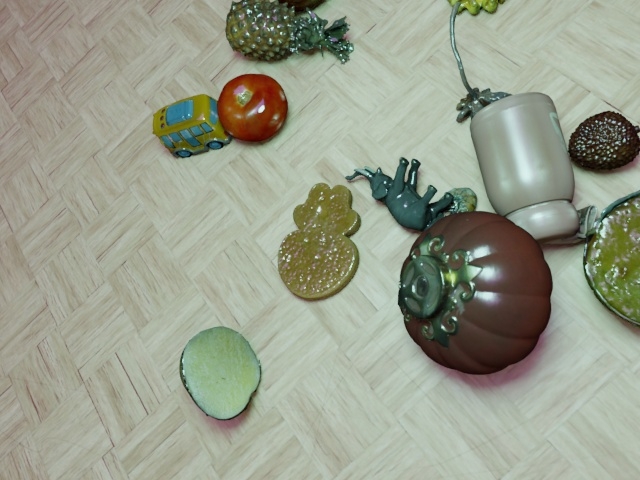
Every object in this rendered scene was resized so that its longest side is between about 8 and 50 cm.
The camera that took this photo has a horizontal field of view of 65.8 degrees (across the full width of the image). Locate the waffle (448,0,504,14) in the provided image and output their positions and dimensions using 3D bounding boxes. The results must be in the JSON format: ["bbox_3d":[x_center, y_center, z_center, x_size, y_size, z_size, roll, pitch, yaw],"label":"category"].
[{"bbox_3d":[0.420,-0.677,1.256,0.229,0.057,0.219,-22,66,12],"label":"waffle"}]

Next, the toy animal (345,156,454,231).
[{"bbox_3d":[0.177,-0.124,1.129,0.269,0.082,0.137,42,120,26],"label":"toy animal"}]

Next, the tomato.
[{"bbox_3d":[-0.179,-0.353,1.327,0.194,0.136,0.195,-5,72,16],"label":"tomato"}]

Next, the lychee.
[{"bbox_3d":[0.575,-0.200,1.007,0.129,0.123,0.124,-29,59,47],"label":"lychee"}]

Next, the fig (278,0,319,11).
[{"bbox_3d":[-0.009,-0.766,1.385,0.290,0.190,0.191,-17,67,15],"label":"fig"}]

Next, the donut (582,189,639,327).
[{"bbox_3d":[0.616,0.039,0.904,0.271,0.107,0.273,-4,74,15],"label":"donut"}]

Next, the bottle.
[{"bbox_3d":[0.436,-0.134,1.008,0.206,0.173,0.297,-6,75,-11],"label":"bottle"}]

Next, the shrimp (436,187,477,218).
[{"bbox_3d":[0.296,-0.047,1.108,0.091,0.034,0.161,6,68,35],"label":"shrimp"}]

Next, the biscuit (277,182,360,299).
[{"bbox_3d":[0.000,0.000,1.192,0.201,0.044,0.289,3,72,21],"label":"biscuit"}]

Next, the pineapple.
[{"bbox_3d":[-0.083,-0.571,1.367,0.360,0.175,0.175,15,78,11],"label":"pineapple"}]

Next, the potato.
[{"bbox_3d":[-0.244,0.311,1.136,0.117,0.182,0.202,-39,78,46],"label":"potato"}]

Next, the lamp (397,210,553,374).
[{"bbox_3d":[0.282,0.095,0.928,0.303,0.256,0.304,-24,62,58],"label":"lamp"}]

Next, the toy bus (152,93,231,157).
[{"bbox_3d":[-0.364,-0.325,1.386,0.209,0.136,0.126,-12,69,18],"label":"toy bus"}]

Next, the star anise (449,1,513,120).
[{"bbox_3d":[0.351,-0.374,1.100,0.148,0.227,0.219,-13,57,23],"label":"star anise"}]
